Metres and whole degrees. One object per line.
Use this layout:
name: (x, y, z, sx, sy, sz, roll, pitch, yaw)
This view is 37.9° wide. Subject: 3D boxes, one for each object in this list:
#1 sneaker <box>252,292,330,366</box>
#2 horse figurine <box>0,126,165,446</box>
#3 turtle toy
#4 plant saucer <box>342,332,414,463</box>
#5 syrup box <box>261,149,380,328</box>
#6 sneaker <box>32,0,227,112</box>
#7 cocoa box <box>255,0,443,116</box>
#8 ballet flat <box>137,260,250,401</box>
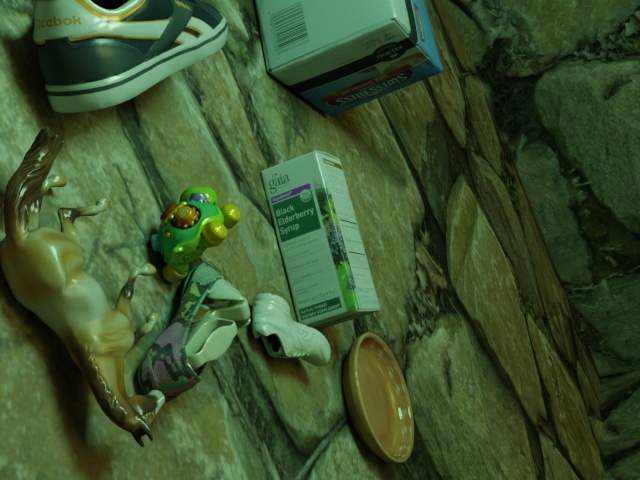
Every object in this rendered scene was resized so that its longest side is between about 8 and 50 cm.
sneaker: (-0.042, 0.130, 1.194, 0.152, 0.054, 0.061, 44, 43, -38)
horse figurine: (-0.213, 0.037, 0.835, 0.263, 0.066, 0.174, 62, 22, -22)
turtle toy: (-0.142, -0.017, 1.034, 0.066, 0.095, 0.130, 44, 26, -9)
plant saucer: (0.085, 0.240, 1.410, 0.200, 0.037, 0.200, 48, 31, -42)
syrup box: (0.000, 0.000, 1.330, 0.096, 0.093, 0.236, 8, 65, -65)
sneaker: (-0.194, -0.243, 1.008, 0.321, 0.126, 0.127, -58, 141, -61)
cocoa box: (0.034, -0.429, 1.573, 0.228, 0.231, 0.347, 26, 49, -61)
ballet flat: (-0.120, 0.091, 0.991, 0.221, 0.079, 0.077, -67, 143, -59)
